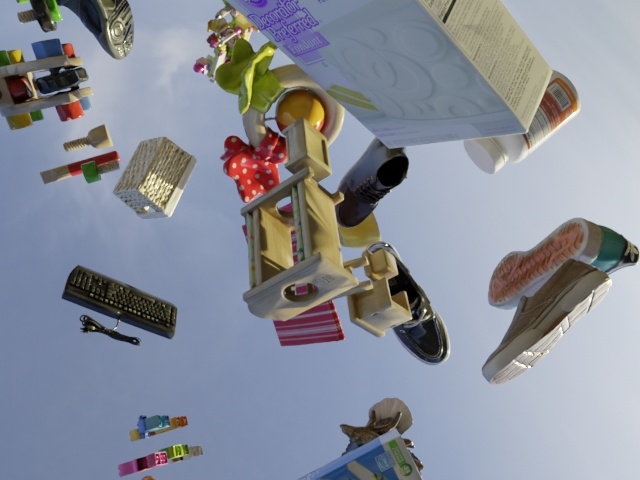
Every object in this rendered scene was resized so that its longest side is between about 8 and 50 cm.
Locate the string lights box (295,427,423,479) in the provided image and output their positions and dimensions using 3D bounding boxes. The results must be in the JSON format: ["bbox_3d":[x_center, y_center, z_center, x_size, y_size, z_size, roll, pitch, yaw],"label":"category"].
[{"bbox_3d":[0.041,0.428,0.909,0.259,0.077,0.133,-27,-99,-4],"label":"string lights box"}]

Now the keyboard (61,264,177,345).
[{"bbox_3d":[-0.534,0.191,1.516,0.317,0.033,0.201,28,-144,-28],"label":"keyboard"}]

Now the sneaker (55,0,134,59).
[{"bbox_3d":[-0.419,-0.425,0.993,0.130,0.227,0.087,16,-114,19],"label":"sneaker"}]

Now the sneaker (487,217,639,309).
[{"bbox_3d":[0.405,0.064,0.971,0.121,0.302,0.108,19,-115,-9],"label":"sneaker"}]

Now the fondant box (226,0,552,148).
[{"bbox_3d":[0.069,-0.244,0.648,0.330,0.238,0.096,36,-107,-31],"label":"fondant box"}]

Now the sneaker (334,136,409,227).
[{"bbox_3d":[0.090,-0.099,1.076,0.083,0.222,0.118,23,-152,-12],"label":"sneaker"}]

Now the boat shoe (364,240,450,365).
[{"bbox_3d":[0.184,0.140,1.186,0.301,0.108,0.102,63,-174,-5],"label":"boat shoe"}]

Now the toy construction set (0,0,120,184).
[{"bbox_3d":[-0.485,-0.205,0.903,0.237,0.309,0.257,-20,-133,-12],"label":"toy construction set"}]

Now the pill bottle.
[{"bbox_3d":[0.400,-0.235,1.134,0.121,0.216,0.121,51,177,4],"label":"pill bottle"}]

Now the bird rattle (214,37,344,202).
[{"bbox_3d":[-0.062,-0.184,0.889,0.207,0.254,0.143,-9,-149,-9],"label":"bird rattle"}]

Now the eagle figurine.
[{"bbox_3d":[0.113,0.517,1.235,0.225,0.298,0.226,-11,-147,-8],"label":"eagle figurine"}]

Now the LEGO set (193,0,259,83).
[{"bbox_3d":[-0.194,-0.403,1.022,0.132,0.287,0.107,24,-128,17],"label":"LEGO set"}]

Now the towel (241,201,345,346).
[{"bbox_3d":[-0.056,0.068,1.097,0.031,0.199,0.275,-18,-90,-40],"label":"towel"}]

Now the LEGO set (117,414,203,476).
[{"bbox_3d":[-0.290,0.350,0.975,0.093,0.227,0.087,-17,-109,2],"label":"LEGO set"}]

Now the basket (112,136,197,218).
[{"bbox_3d":[-0.382,-0.145,1.299,0.103,0.113,0.167,44,-124,-43],"label":"basket"}]

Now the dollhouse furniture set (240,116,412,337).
[{"bbox_3d":[0.000,0.000,0.598,0.161,0.101,0.182,35,-144,-41],"label":"dollhouse furniture set"}]

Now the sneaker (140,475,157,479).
[{"bbox_3d":[-0.273,0.455,0.886,0.067,0.064,0.175,8,-140,-30],"label":"sneaker"}]

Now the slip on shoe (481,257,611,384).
[{"bbox_3d":[0.182,0.066,0.476,0.041,0.135,0.051,45,175,38],"label":"slip on shoe"}]

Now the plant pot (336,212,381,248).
[{"bbox_3d":[0.093,-0.031,1.532,0.095,0.134,0.134,-20,-118,-9],"label":"plant pot"}]
